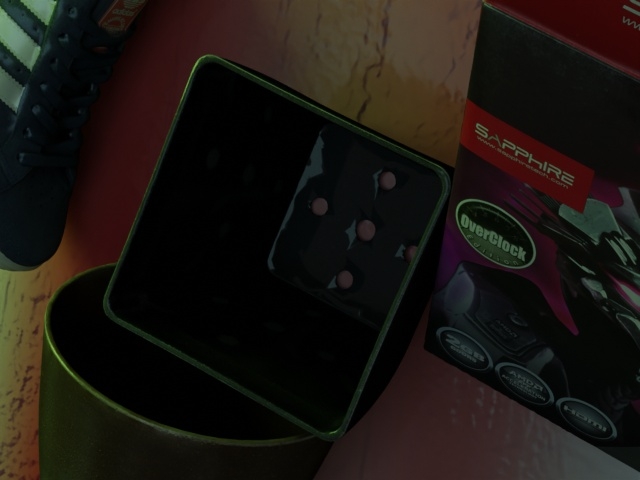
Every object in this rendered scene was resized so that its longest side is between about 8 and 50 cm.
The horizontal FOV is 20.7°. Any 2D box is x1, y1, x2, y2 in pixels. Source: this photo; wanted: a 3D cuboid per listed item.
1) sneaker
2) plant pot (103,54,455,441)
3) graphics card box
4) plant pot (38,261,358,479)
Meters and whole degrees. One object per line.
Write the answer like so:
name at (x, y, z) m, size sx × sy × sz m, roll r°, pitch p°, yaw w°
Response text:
sneaker at (-0.180, -0.148, 1.245) m, size 0.148 × 0.131 × 0.350 m, roll 4°, pitch 96°, yaw 25°
plant pot at (0.000, 0.000, 1.170) m, size 0.187 × 0.167 × 0.188 m, roll 28°, pitch 103°, yaw 20°
graphics card box at (0.191, -0.001, 1.018) m, size 0.233 × 0.371 × 0.094 m, roll 29°, pitch 62°, yaw 15°
plant pot at (-0.108, 0.168, 1.225) m, size 0.215 × 0.215 × 0.230 m, roll 26°, pitch 118°, yaw 17°
